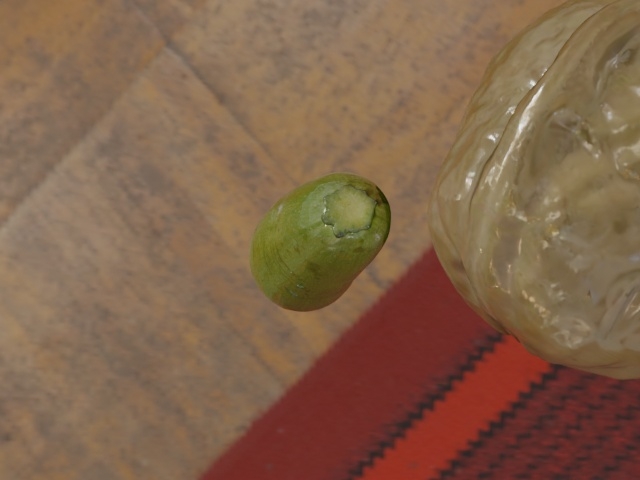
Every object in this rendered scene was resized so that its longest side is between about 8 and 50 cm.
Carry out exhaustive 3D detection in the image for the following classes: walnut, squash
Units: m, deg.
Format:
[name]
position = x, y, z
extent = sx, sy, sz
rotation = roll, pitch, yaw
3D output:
[walnut]
position = 0.283, -0.054, 1.586
extent = 0.381, 0.381, 0.381
rotation = -3, 82, 25
[squash]
position = 0.000, 0.000, 0.974
extent = 0.066, 0.201, 0.066
rotation = 2, 81, -10
